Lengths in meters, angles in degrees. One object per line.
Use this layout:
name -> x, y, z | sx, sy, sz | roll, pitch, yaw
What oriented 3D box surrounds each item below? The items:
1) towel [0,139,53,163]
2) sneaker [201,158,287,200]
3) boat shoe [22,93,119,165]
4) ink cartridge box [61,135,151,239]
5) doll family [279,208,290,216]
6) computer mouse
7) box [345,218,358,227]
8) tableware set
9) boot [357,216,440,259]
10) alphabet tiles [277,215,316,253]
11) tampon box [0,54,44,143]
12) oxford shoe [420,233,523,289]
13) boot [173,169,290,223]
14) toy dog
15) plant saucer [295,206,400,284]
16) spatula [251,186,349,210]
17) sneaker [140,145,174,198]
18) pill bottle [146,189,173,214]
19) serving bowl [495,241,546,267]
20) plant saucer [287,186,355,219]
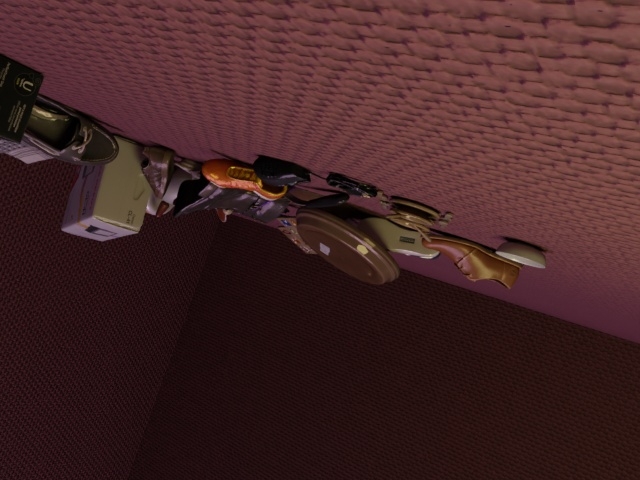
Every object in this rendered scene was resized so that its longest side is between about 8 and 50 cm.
towel -> -0.775, -0.272, 1.643 | 0.325, 0.056, 0.312 | -3, 170, 17
sneaker -> -0.148, -0.129, 1.269 | 0.175, 0.064, 0.067 | 13, 164, -20
boat shoe -> -0.571, -0.239, 1.340 | 0.335, 0.112, 0.096 | 26, 179, -39
ink cartridge box -> -0.562, -0.128, 1.686 | 0.131, 0.226, 0.306 | 18, 165, -32
doll family -> -0.144, -0.090, 1.872 | 0.193, 0.075, 0.111 | 14, 174, -7
computer mouse -> -0.016, -0.096, 1.057 | 0.242, 0.041, 0.071 | 17, 176, 33
box -> 0.038, -0.015, 1.696 | 0.087, 0.101, 0.102 | 18, 175, 27
tableware set -> 0.156, -0.034, 1.097 | 0.128, 0.039, 0.194 | 19, 177, 9
boot -> 0.175, 0.003, 1.414 | 0.190, 0.069, 0.086 | 18, 172, 14
alphabet tiles -> 0.000, 0.000, 1.593 | 0.198, 0.009, 0.237 | 43, 156, -31
tampon box -> -0.544, -0.239, 0.992 | 0.102, 0.120, 0.161 | 17, 176, 37
oxford shoe -> 0.297, 0.040, 1.285 | 0.212, 0.076, 0.076 | 21, 180, 8
boot -> -0.218, -0.086, 1.566 | 0.229, 0.091, 0.263 | 21, 151, -33
toy dog -> -0.352, -0.117, 1.730 | 0.220, 0.160, 0.334 | 20, 177, -33
plant saucer -> 0.054, 0.020, 1.454 | 0.278, 0.041, 0.278 | 31, 166, 9
spatula -> -0.038, -0.084, 1.306 | 0.084, 0.030, 0.297 | -32, -157, -32
sneaker -> -0.398, -0.171, 1.547 | 0.071, 0.066, 0.188 | 22, 147, -7
pill bottle -> -0.576, -0.185, 1.942 | 0.279, 0.162, 0.162 | 18, 177, 24
serving bowl -> 0.336, 0.020, 1.061 | 0.083, 0.027, 0.083 | 19, 177, 1
plant saucer -> -0.004, -0.081, 1.444 | 0.169, 0.029, 0.168 | 19, 177, 1
